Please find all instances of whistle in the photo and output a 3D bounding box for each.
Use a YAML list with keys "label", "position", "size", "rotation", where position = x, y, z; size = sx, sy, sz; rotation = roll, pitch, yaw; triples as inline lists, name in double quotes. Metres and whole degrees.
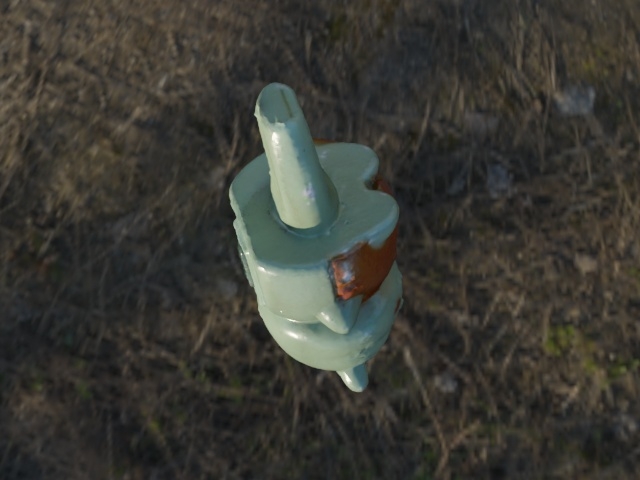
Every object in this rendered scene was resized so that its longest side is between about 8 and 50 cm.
- label: "whistle"
  position: [-0.002, 0.000, 0.909]
  size: [0.102, 0.106, 0.253]
  rotation: [34, 157, 31]
